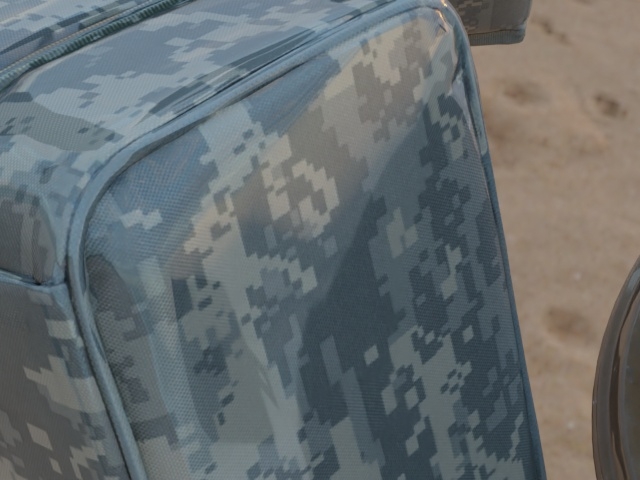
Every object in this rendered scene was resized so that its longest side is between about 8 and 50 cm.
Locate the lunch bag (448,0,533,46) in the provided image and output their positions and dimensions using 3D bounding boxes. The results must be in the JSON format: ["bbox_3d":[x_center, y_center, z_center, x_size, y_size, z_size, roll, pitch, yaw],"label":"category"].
[{"bbox_3d":[0.040,-0.294,1.106,0.169,0.235,0.287,-9,62,-6],"label":"lunch bag"}]

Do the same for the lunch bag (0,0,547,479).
[{"bbox_3d":[-0.075,0.040,0.687,0.256,0.305,0.212,11,36,40],"label":"lunch bag"}]

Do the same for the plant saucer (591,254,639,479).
[{"bbox_3d":[0.236,0.060,0.695,0.278,0.278,0.041,42,3,34],"label":"plant saucer"}]
